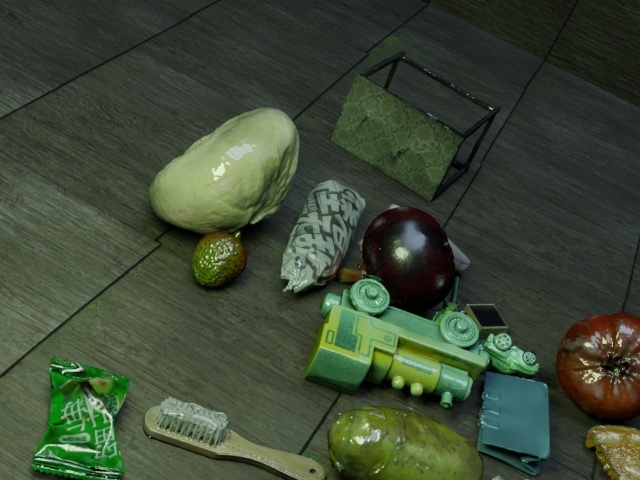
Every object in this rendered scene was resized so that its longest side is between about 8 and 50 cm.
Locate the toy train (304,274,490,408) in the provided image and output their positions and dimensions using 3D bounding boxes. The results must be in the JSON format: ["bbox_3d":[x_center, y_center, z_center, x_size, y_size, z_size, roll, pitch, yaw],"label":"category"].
[{"bbox_3d":[0.165,0.224,1.841,0.369,0.150,0.237,20,44,-4],"label":"toy train"}]

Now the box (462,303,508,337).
[{"bbox_3d":[0.373,0.181,2.090,0.079,0.035,0.083,1,42,-27],"label":"box"}]

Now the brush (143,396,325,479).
[{"bbox_3d":[-0.142,0.345,1.582,0.328,0.065,0.070,21,33,-4],"label":"brush"}]

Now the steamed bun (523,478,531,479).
[{"bbox_3d":[0.352,0.507,1.576,0.183,0.106,0.182,-6,61,11],"label":"steamed bun"}]

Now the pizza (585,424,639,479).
[{"bbox_3d":[0.623,0.464,1.844,0.188,0.062,0.199,14,41,9],"label":"pizza"}]

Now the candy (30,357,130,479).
[{"bbox_3d":[-0.383,0.298,1.502,0.141,0.078,0.203,4,50,-7],"label":"candy"}]

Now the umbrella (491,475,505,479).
[{"bbox_3d":[0.371,0.508,1.664,0.050,0.046,0.188,11,30,-46],"label":"umbrella"}]

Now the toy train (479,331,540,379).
[{"bbox_3d":[0.392,0.253,1.972,0.149,0.099,0.081,37,71,8],"label":"toy train"}]

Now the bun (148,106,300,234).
[{"bbox_3d":[-0.184,-0.128,1.979,0.213,0.361,0.361,54,40,1],"label":"bun"}]

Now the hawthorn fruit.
[{"bbox_3d":[0.633,0.265,1.998,0.242,0.241,0.272,33,6,14],"label":"hawthorn fruit"}]

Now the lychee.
[{"bbox_3d":[-0.206,0.035,1.901,0.114,0.114,0.146,29,54,9],"label":"lychee"}]

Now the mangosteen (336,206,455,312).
[{"bbox_3d":[0.161,0.053,2.018,0.262,0.235,0.235,-19,38,10],"label":"mangosteen"}]

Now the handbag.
[{"bbox_3d":[0.389,0.359,1.856,0.144,0.057,0.221,19,36,2],"label":"handbag"}]

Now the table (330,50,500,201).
[{"bbox_3d":[0.261,-0.321,2.521,0.335,0.222,0.272,34,37,15],"label":"table"}]

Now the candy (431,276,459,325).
[{"bbox_3d":[0.297,0.148,2.079,0.077,0.073,0.262,0,26,14],"label":"candy"}]

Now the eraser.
[{"bbox_3d":[0.245,0.011,2.212,0.243,0.059,0.204,32,23,6],"label":"eraser"}]

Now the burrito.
[{"bbox_3d":[0.000,0.000,2.070,0.139,0.101,0.445,21,35,1],"label":"burrito"}]

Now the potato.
[{"bbox_3d":[0.150,0.385,1.627,0.298,0.141,0.176,22,42,-15],"label":"potato"}]
